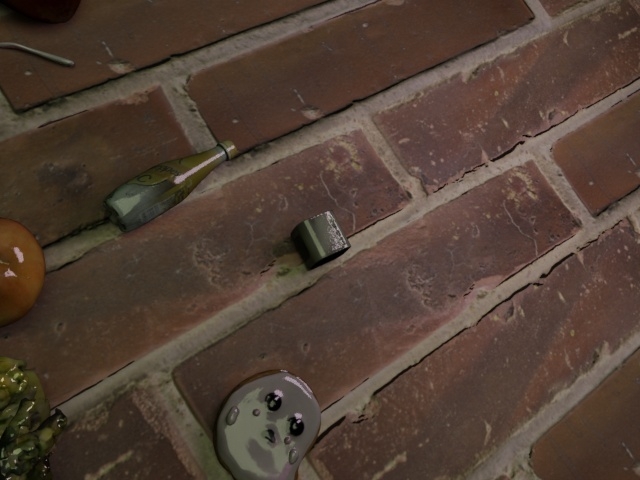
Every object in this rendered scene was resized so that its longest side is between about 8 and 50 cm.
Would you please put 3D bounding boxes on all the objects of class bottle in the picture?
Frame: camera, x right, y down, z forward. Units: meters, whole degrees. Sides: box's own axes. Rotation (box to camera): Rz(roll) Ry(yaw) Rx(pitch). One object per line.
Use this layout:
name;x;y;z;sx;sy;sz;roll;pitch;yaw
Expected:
bottle;-0.270;-0.113;1.122;0.270;0.083;0.083;-38;86;-27

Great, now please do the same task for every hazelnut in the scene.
hazelnut;-0.535;-0.511;1.133;0.208;0.208;0.208;5;71;-15

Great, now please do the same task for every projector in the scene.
projector;0.000;0.000;1.165;0.083;0.083;0.082;-23;80;-22

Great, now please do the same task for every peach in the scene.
peach;-0.520;0.048;0.941;0.184;0.184;0.184;5;71;-15

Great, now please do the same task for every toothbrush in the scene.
toothbrush;-0.574;-0.364;1.148;0.204;0.017;0.022;15;88;-11

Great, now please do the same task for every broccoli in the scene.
broccoli;-0.503;0.268;0.812;0.272;0.324;0.334;-25;92;-33

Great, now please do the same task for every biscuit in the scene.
biscuit;-0.089;0.325;1.049;0.181;0.049;0.208;35;67;-4
